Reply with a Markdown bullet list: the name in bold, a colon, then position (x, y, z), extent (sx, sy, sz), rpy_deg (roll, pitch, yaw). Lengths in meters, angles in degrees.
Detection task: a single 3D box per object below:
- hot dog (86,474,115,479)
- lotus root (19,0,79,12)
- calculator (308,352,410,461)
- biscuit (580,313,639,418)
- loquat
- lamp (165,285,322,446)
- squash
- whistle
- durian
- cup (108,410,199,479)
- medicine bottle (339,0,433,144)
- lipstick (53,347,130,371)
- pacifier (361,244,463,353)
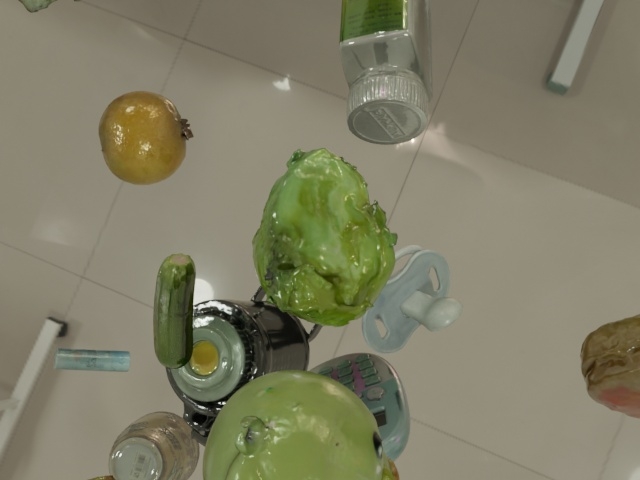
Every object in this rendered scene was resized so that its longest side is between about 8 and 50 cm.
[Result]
- **hot dog**: position (-0.385, 0.422, 0.934), extent (0.262, 0.093, 0.123), rpy_deg (-23, 47, -19)
- **lotus root**: position (-0.207, -0.324, 0.711), extent (0.235, 0.138, 0.119), rpy_deg (-15, 40, -14)
- **calculator**: position (0.025, 0.236, 0.892), extent (0.186, 0.299, 0.041), rpy_deg (-21, 110, 7)
- **biscuit**: position (0.393, 0.048, 0.518), extent (0.369, 0.394, 0.076), rpy_deg (8, 50, -1)
- **loquat**: position (-0.510, -0.303, 2.049), extent (0.275, 0.275, 0.274), rpy_deg (-1, 84, 6)
- **lamp**: position (-0.147, 0.202, 1.287), extent (0.205, 0.272, 0.374), rpy_deg (26, 74, 21)
- **squash**: position (-0.229, 0.117, 1.092), extent (0.066, 0.066, 0.228), rpy_deg (17, 126, 7)
- **whistle**: position (0.018, 0.195, 0.551), extent (0.141, 0.294, 0.141), rpy_deg (-21, 49, 26)
- **durian**: position (0.000, 0.000, 1.055), extent (0.205, 0.339, 0.255), rpy_deg (7, 83, -4)
- **cup**: position (-0.474, 0.625, 1.866), extent (0.228, 0.257, 0.301), rpy_deg (8, 82, 6)
- **medicine bottle**: position (0.076, -0.209, 0.776), extent (0.088, 0.132, 0.188), rpy_deg (-5, 64, 17)
- **lipstick**: position (-0.506, 0.265, 1.540), extent (0.158, 0.048, 0.048), rpy_deg (7, 84, -26)
- **pacifier**: position (0.223, 0.143, 1.561), extent (0.279, 0.227, 0.207), rpy_deg (-39, 40, -22)
